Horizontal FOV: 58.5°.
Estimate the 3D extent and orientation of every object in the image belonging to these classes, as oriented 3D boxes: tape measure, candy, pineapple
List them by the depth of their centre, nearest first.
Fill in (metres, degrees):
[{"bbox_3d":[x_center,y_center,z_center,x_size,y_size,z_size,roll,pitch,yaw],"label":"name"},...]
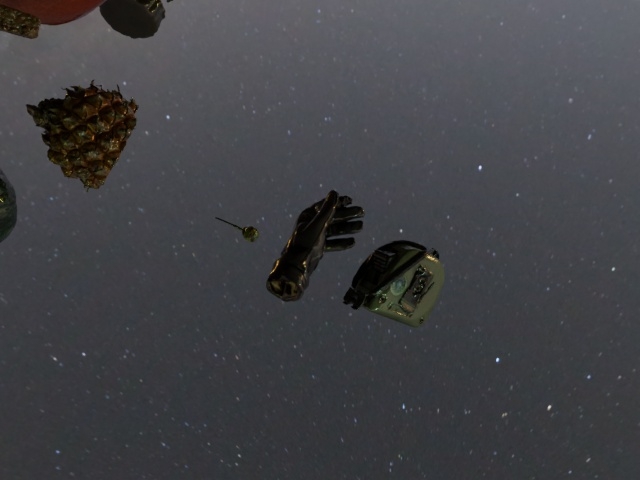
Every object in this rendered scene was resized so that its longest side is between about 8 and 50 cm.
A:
[{"bbox_3d":[-0.197,-0.032,1.331,0.123,0.035,0.035,25,-98,20],"label":"candy"},{"bbox_3d":[0.190,0.094,1.366,0.115,0.235,0.207,29,-86,52],"label":"tape measure"},{"bbox_3d":[-0.719,-0.361,1.717,0.209,0.286,0.344,-16,-124,49],"label":"pineapple"}]

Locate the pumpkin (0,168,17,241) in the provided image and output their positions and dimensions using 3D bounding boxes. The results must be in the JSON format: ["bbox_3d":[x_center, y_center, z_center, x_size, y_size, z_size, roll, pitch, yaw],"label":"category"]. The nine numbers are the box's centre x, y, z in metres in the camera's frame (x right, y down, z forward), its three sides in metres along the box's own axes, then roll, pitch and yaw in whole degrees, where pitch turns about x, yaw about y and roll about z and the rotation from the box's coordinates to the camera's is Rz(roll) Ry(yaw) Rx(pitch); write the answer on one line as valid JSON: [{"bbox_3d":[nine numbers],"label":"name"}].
[{"bbox_3d":[-0.982,-0.112,1.603,0.197,0.293,0.263,-20,-176,39],"label":"pumpkin"}]

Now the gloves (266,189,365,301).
[{"bbox_3d":[-0.011,-0.001,1.168,0.119,0.142,0.285,30,-126,22],"label":"gloves"}]

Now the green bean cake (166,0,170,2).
[{"bbox_3d":[-0.352,-0.665,1.164,0.156,0.250,0.246,7,-117,-28],"label":"green bean cake"}]

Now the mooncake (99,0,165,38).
[{"bbox_3d":[-0.699,-0.869,2.139,0.228,0.228,0.124,8,-115,13],"label":"mooncake"}]

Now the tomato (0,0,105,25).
[{"bbox_3d":[-0.461,-0.519,0.879,0.341,0.341,0.273,35,-136,27],"label":"tomato"}]

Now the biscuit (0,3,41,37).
[{"bbox_3d":[-0.479,-0.312,0.756,0.064,0.199,0.034,28,-75,54],"label":"biscuit"}]
